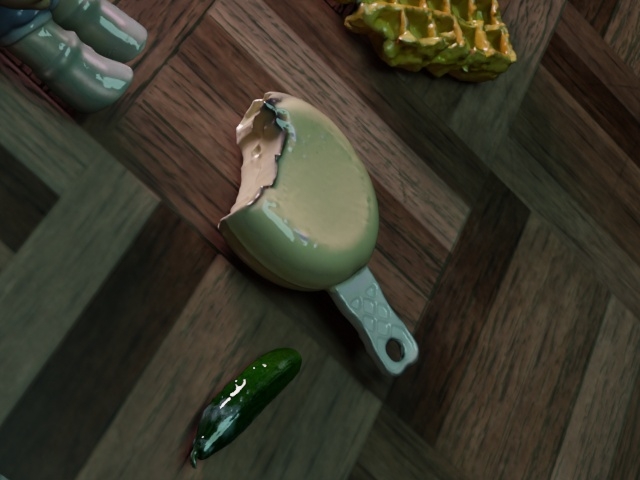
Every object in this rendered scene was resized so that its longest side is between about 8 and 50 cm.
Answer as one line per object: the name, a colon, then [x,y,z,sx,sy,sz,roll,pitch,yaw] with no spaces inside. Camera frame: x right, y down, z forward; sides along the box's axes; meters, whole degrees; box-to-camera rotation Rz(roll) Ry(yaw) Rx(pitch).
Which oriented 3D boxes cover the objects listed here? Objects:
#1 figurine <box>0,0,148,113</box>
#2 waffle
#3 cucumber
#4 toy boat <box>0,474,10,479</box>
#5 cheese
figurine: [-0.285,-0.236,0.940,0.382,0.205,0.224,60,38,-27]
waffle: [0.087,-0.280,1.347,0.219,0.057,0.229,-1,68,-41]
cucumber: [-0.060,0.126,1.027,0.037,0.037,0.155,53,45,-6]
toy boat: [-0.260,0.186,0.798,0.207,0.079,0.134,21,54,-30]
cheese: [0.013,-0.008,1.134,0.249,0.070,0.163,42,49,-16]
